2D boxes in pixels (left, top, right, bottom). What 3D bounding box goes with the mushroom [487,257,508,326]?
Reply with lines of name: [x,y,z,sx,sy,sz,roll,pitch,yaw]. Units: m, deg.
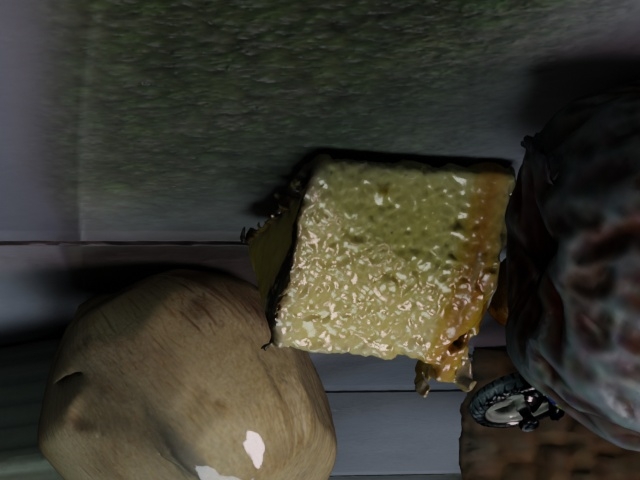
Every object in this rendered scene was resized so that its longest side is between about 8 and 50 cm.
mushroom: [0.176,0.039,1.269,0.127,0.087,0.127,-3,168,-1]

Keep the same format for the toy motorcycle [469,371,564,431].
toy motorcycle: [0.259,0.079,1.395,0.315,0.113,0.169,-14,153,6]

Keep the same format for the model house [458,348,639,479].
model house: [0.317,0.355,1.559,0.399,0.395,0.445,-3,126,5]

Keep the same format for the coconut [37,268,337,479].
coconut: [-0.099,0.113,1.325,0.224,0.224,0.224,-2,164,-1]

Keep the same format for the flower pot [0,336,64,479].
flower pot: [-0.200,0.193,1.532,0.189,0.239,0.209,-9,-166,26]

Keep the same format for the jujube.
jujube: [0.251,0.017,1.003,0.317,0.226,0.226,7,162,-10]

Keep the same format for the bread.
bread: [0.038,0.001,1.152,0.147,0.127,0.152,7,123,-20]
